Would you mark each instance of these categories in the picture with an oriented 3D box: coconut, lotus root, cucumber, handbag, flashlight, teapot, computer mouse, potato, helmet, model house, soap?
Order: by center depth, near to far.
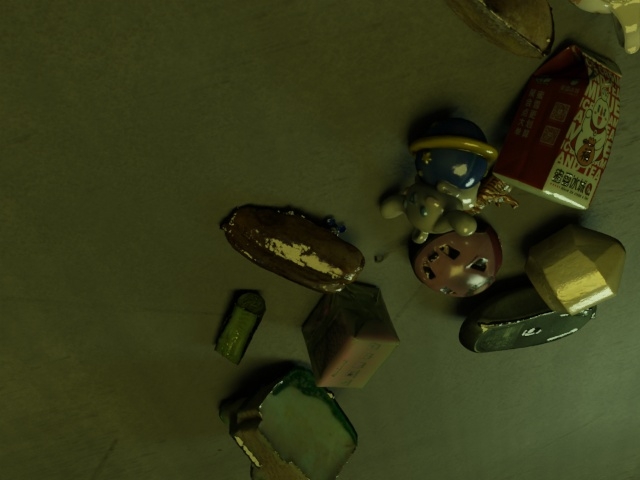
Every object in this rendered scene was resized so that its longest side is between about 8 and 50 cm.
[{"bbox_3d":[0.503,-0.460,1.265,0.204,0.139,0.298,-20,139,15],"label":"teapot"},{"bbox_3d":[0.295,-0.426,1.308,0.261,0.100,0.120,32,80,-22],"label":"potato"},{"bbox_3d":[0.486,-0.228,1.494,0.171,0.151,0.298,15,100,-38],"label":"handbag"},{"bbox_3d":[-0.058,0.031,1.613,0.330,0.078,0.167,22,124,-20],"label":"lotus root"},{"bbox_3d":[0.000,0.000,1.660,0.121,0.035,0.057,-40,132,22],"label":"flashlight"},{"bbox_3d":[0.325,0.055,1.736,0.253,0.154,0.198,29,119,-31],"label":"helmet"},{"bbox_3d":[0.607,0.061,1.784,0.222,0.202,0.202,-30,134,18],"label":"coconut"},{"bbox_3d":[-0.190,0.207,1.800,0.078,0.062,0.211,29,134,3],"label":"cucumber"},{"bbox_3d":[0.068,0.228,1.803,0.139,0.182,0.199,13,130,-28],"label":"soap"},{"bbox_3d":[0.525,0.190,1.948,0.374,0.114,0.203,-6,141,-16],"label":"computer mouse"},{"bbox_3d":[-0.112,0.515,2.014,0.284,0.243,0.298,-26,105,43],"label":"model house"}]

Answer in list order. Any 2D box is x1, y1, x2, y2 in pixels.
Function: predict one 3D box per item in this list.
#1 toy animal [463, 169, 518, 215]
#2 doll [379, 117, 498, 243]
[{"bbox_3d":[0.403,-0.124,1.642,0.099,0.056,0.241,20,126,-31],"label":"toy animal"},{"bbox_3d":[0.240,-0.116,1.525,0.160,0.242,0.311,-1,176,-29],"label":"doll"}]
